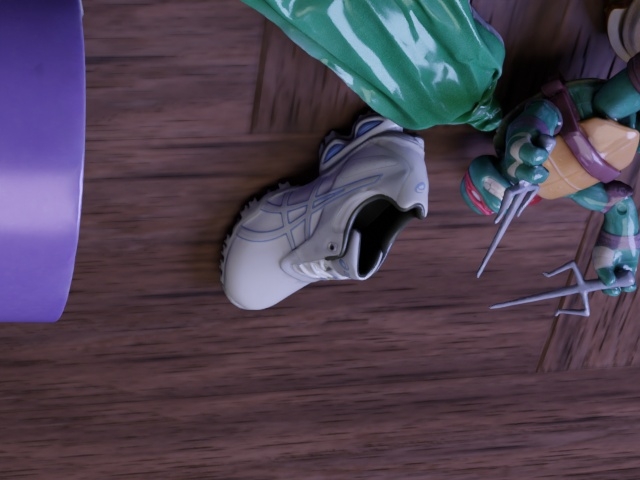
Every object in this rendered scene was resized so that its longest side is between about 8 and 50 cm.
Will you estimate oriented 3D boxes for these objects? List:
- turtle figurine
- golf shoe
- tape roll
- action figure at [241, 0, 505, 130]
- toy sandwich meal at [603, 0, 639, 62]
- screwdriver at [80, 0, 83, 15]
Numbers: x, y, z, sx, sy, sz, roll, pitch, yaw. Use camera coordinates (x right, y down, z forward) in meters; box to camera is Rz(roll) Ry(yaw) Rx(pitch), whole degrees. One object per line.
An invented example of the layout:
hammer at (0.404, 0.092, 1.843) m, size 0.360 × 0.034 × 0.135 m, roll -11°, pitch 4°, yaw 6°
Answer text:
turtle figurine at (0.163, -0.050, 0.917) m, size 0.234 × 0.118 × 0.175 m, roll -31°, pitch 147°, yaw 26°
golf shoe at (0.000, 0.000, 0.957) m, size 0.069 × 0.086 × 0.176 m, roll 22°, pitch 126°, yaw -35°
tape roll at (-0.174, -0.052, 0.779) m, size 0.080 × 0.189 × 0.189 m, roll 1°, pitch 134°, yaw -17°
action figure at (0.035, -0.131, 0.851) m, size 0.137 × 0.063 × 0.232 m, roll -35°, pitch 129°, yaw 16°
toy sandwich meal at (0.214, -0.139, 0.922) m, size 0.085 × 0.029 × 0.086 m, roll -11°, pitch 135°, yaw -11°
screwdriver at (-0.136, -0.183, 0.788) m, size 0.024 × 0.025 × 0.170 m, roll -10°, pitch 145°, yaw -7°
